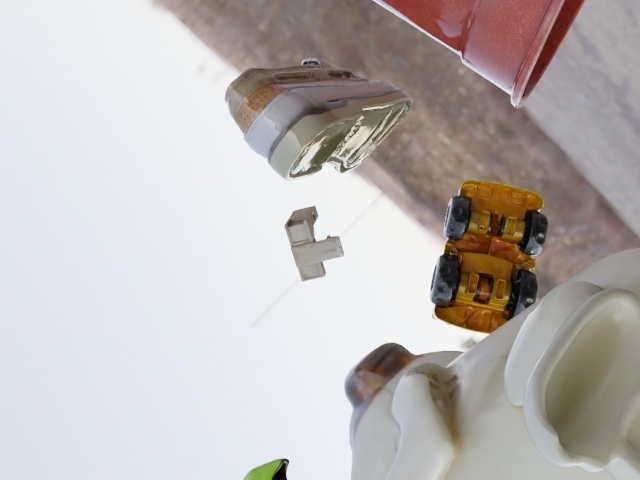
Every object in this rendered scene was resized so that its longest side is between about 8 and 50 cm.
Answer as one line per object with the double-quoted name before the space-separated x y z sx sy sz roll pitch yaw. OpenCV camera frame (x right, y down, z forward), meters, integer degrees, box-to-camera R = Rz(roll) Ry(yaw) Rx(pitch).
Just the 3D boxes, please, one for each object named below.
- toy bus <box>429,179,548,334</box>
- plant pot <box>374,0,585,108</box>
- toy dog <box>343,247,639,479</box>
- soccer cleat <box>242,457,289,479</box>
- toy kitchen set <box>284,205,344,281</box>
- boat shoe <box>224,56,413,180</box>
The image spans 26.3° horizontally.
"toy bus" 0.244 0.034 2.066 0.150 0.220 0.211 11 173 0
"plant pot" 0.128 -0.301 1.256 0.265 0.272 0.272 28 -174 9
"toy dog" 0.177 0.162 1.229 0.285 0.408 0.395 36 -127 -21
"soccer cleat" -0.029 0.327 1.520 0.179 0.072 0.060 62 -160 18
"toy kitchen set" 0.000 0.000 1.873 0.075 0.068 0.083 -63 -42 -70
"boat shoe" 0.004 -0.134 1.374 0.103 0.113 0.302 43 -163 11
